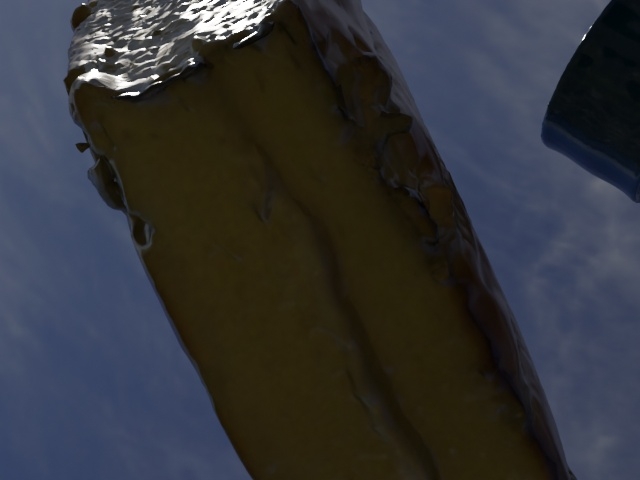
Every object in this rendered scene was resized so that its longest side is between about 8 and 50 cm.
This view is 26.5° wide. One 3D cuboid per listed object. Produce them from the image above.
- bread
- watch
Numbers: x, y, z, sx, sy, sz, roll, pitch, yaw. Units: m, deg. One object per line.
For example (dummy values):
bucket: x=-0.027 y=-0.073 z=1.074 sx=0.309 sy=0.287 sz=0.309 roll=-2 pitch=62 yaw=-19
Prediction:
bread: x=0.000 y=0.000 z=0.512 sx=0.111 sy=0.239 sz=0.246 roll=-26 pitch=-156 yaw=6
watch: x=0.283 y=-0.132 z=1.113 sx=0.171 sy=0.200 sz=0.196 roll=27 pitch=-64 yaw=25
